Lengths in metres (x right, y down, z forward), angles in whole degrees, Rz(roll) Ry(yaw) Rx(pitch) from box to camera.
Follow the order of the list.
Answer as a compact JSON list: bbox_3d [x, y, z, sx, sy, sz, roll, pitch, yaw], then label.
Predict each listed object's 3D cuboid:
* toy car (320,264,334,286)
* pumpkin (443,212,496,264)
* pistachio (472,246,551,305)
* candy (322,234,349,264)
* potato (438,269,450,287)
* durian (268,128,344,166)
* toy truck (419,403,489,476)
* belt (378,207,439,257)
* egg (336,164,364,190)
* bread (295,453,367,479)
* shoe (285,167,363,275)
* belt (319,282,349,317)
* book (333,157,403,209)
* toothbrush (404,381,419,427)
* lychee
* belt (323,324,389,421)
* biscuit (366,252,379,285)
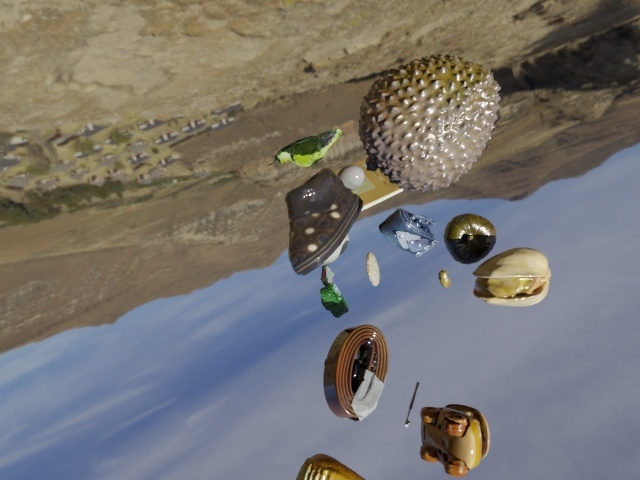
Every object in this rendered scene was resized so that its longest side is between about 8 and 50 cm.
[{"bbox_3d":[0.029,0.172,2.021,0.055,0.069,0.142,-23,-142,18],"label":"toy car"},{"bbox_3d":[0.630,-0.014,1.876,0.219,0.218,0.162,-19,-177,11],"label":"pumpkin"},{"bbox_3d":[0.734,0.144,1.696,0.321,0.229,0.238,-10,-174,-18],"label":"pistachio"},{"bbox_3d":[0.000,0.000,2.107,0.296,0.185,0.295,-12,-158,5],"label":"candy"},{"bbox_3d":[0.575,0.178,2.075,0.045,0.092,0.046,-32,-160,-24],"label":"potato"},{"bbox_3d":[-0.065,-0.397,1.991,0.375,0.106,0.132,-22,163,7],"label":"durian"},{"bbox_3d":[0.493,0.730,1.665,0.212,0.204,0.288,5,173,-30],"label":"toy truck"},{"bbox_3d":[0.294,-0.038,1.456,0.128,0.122,0.218,-42,146,25],"label":"belt"},{"bbox_3d":[0.123,-0.258,1.836,0.103,0.103,0.135,-24,-177,-40],"label":"egg"},{"bbox_3d":[0.094,0.923,1.581,0.183,0.389,0.236,-56,173,-27],"label":"bread"},{"bbox_3d":[-0.026,-0.079,1.504,0.384,0.237,0.171,-55,-167,-32],"label":"shoe"},{"bbox_3d":[0.049,0.254,1.864,0.079,0.151,0.121,-32,172,12],"label":"belt"},{"bbox_3d":[0.149,-0.243,2.043,0.389,0.269,0.032,-25,145,-18],"label":"book"},{"bbox_3d":[0.390,0.698,1.897,0.014,0.017,0.194,122,-9,-65],"label":"toothbrush"},{"bbox_3d":[0.297,-0.340,1.278,0.432,0.380,0.380,-37,177,25],"label":"lychee"},{"bbox_3d":[0.130,0.480,1.633,0.217,0.338,0.122,22,156,-17],"label":"belt"},{"bbox_3d":[0.225,0.122,1.904,0.020,0.152,0.152,-12,-172,22],"label":"biscuit"}]
